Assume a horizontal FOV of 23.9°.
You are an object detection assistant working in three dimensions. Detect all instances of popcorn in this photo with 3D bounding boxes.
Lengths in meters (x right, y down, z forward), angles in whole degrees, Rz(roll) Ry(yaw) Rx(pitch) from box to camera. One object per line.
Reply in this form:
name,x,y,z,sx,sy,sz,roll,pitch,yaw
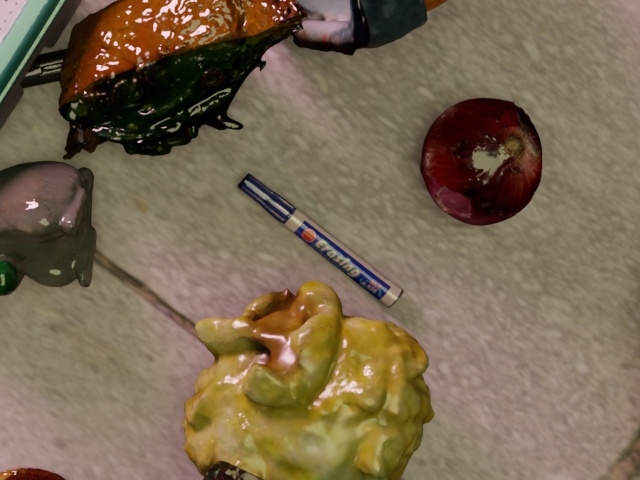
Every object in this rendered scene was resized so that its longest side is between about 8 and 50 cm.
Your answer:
popcorn,-0.009,0.166,1.470,0.256,0.195,0.255,-26,92,12

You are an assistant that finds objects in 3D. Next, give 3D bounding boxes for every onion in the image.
onion,0.162,-0.082,1.518,0.131,0.131,0.131,-1,94,-9

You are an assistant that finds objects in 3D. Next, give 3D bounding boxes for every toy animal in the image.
toy animal,-0.342,-0.008,1.453,0.251,0.127,0.125,-2,106,5

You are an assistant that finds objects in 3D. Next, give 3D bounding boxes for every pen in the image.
pen,0.000,0.000,1.541,0.204,0.025,0.025,38,87,-9

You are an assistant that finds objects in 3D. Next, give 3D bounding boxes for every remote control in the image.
remote control,-0.277,-0.169,1.490,0.091,0.016,0.034,-14,100,-7

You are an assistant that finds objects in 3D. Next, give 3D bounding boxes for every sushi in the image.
sushi,-0.128,-0.169,1.446,0.287,0.149,0.140,-18,69,17

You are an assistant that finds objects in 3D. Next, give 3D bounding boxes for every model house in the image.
model house,0.069,-0.311,1.443,0.291,0.253,0.184,-24,111,-24

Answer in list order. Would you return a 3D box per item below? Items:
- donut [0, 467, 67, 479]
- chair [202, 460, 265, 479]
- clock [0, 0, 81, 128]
donut,-0.289,0.320,1.491,0.166,0.073,0.184,-8,96,-12
chair,-0.074,0.311,1.395,0.160,0.319,0.186,28,92,-11
clock,-0.364,-0.223,1.424,0.231,0.116,0.262,32,87,1
